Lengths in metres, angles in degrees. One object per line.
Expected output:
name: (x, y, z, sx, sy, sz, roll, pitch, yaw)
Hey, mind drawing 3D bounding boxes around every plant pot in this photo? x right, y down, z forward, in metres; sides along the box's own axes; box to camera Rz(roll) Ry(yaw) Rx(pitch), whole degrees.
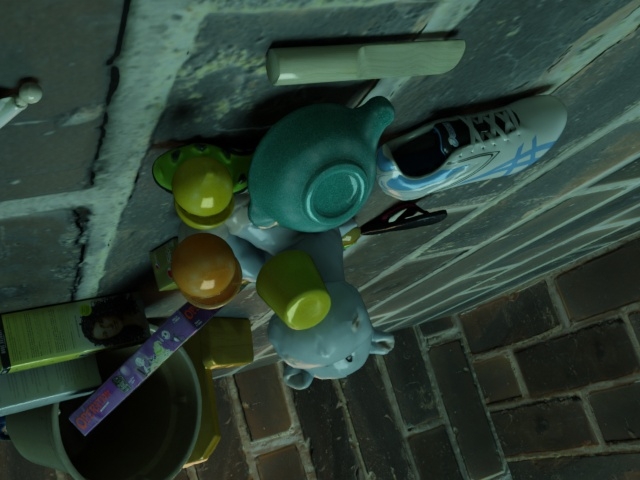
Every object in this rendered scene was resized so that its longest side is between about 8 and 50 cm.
plant pot: (-0.469, 0.346, 1.451, 0.305, 0.334, 0.334, -13, 172, 39)

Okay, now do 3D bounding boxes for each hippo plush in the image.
hippo plush: (-0.043, 0.068, 0.900, 0.234, 0.236, 0.294, -16, 163, 1)

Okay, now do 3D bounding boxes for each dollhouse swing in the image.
dollhouse swing: (-0.333, 0.381, 1.696, 0.347, 0.305, 0.315, -23, 166, 16)

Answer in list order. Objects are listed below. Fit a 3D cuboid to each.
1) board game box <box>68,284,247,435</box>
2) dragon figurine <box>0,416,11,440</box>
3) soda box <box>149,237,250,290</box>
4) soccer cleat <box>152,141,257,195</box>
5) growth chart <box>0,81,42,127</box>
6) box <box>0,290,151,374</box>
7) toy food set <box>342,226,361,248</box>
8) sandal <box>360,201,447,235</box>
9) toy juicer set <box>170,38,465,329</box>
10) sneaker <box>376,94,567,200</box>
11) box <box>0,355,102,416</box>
board game box: (-0.257, 0.172, 1.168, 0.347, 0.056, 0.208, -42, -175, 31)
dragon figurine: (-0.754, 0.379, 1.620, 0.289, 0.144, 0.085, 2, 168, 0)
soda box: (-0.156, 0.033, 1.038, 0.061, 0.058, 0.181, -27, 163, 34)
soccer cleat: (-0.090, -0.067, 0.719, 0.179, 0.060, 0.072, -11, 167, -36)
growth chart: (-0.295, -0.091, 0.438, 0.172, 0.021, 0.237, -24, 165, 23)
box: (-0.395, 0.144, 1.131, 0.232, 0.087, 0.058, -10, 167, -33)
toy food set: (0.000, 0.000, 1.144, 0.132, 0.038, 0.192, -19, 167, 8)
sandal: (0.131, -0.039, 1.177, 0.067, 0.040, 0.179, 1, 173, -39)
toy juicer set: (-0.032, -0.070, 0.653, 0.209, 0.089, 0.329, 10, 118, -36)
sneaker: (0.177, -0.113, 0.822, 0.237, 0.085, 0.086, -21, 159, 0)
box: (-0.473, 0.209, 1.194, 0.170, 0.130, 0.091, -8, 163, -33)
